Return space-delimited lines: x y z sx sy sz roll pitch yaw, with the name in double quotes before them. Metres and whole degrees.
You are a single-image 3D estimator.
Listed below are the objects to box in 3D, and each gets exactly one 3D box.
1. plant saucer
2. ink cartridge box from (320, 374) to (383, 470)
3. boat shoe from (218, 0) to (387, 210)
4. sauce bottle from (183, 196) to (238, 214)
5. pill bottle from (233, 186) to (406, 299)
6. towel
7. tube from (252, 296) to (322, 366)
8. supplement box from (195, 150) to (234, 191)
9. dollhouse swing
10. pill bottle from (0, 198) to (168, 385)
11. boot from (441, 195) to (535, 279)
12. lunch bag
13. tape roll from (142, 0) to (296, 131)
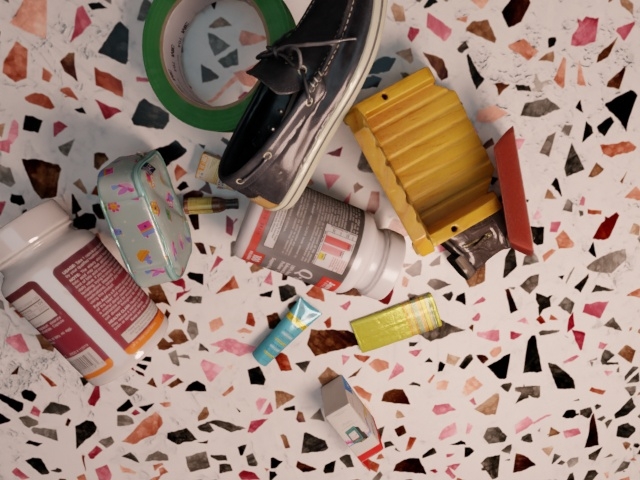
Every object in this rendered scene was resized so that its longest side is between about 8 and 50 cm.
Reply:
"plant saucer" 0.433 -0.094 1.039 0.047 0.258 0.259 -9 82 23
"ink cartridge box" 0.097 0.509 1.287 0.078 0.134 0.231 -33 108 5
"boat shoe" -0.038 -0.286 0.815 0.156 0.187 0.500 14 113 -35
"sauce bottle" -0.262 -0.085 1.112 0.128 0.042 0.042 -2 108 -6
"pill bottle" 0.000 0.000 1.074 0.363 0.210 0.210 21 105 -11
"towel" 0.208 0.227 1.269 0.237 0.021 0.102 -20 103 2
"tube" -0.093 0.246 1.235 0.207 0.052 0.080 -46 117 4
"supplement box" -0.238 -0.163 1.091 0.098 0.036 0.062 19 106 -11
"dollhouse swing" 0.233 -0.173 0.944 0.315 0.305 0.347 -29 94 -2
"pill bottle" -0.556 0.117 1.054 0.224 0.224 0.392 -32 107 5
"boot" 0.397 -0.052 1.171 0.229 0.091 0.263 -37 103 -2
"lunch bag" -0.373 -0.059 1.019 0.108 0.224 0.279 -11 114 2
"tape roll" -0.204 -0.387 0.949 0.321 0.077 0.321 2 100 12
